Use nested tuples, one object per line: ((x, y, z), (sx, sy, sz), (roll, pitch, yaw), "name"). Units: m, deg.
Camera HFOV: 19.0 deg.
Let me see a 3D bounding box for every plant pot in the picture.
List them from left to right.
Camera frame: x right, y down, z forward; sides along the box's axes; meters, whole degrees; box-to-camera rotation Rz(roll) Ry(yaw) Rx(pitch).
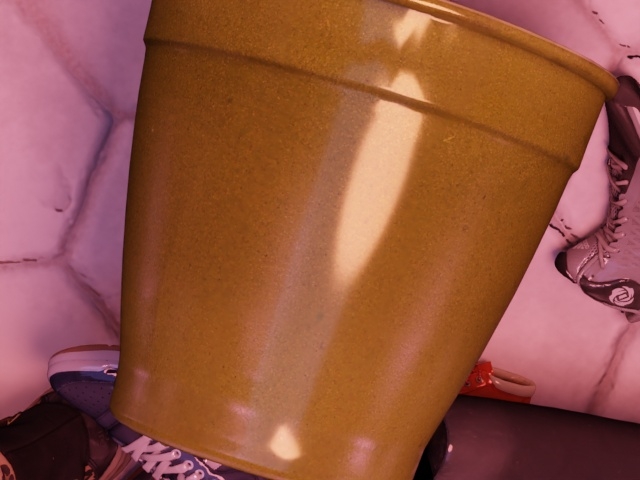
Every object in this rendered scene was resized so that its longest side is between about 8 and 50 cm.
((0.000, 0.000, 1.451), (0.366, 0.366, 0.353), (17, 88, -4), "plant pot")

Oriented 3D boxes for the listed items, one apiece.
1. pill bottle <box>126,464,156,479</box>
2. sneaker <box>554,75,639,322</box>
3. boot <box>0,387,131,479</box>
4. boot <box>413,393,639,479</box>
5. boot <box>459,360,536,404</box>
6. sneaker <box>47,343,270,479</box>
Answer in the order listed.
((-0.087, 0.308, 1.773), (0.130, 0.130, 0.245), (-41, 105, 17), "pill bottle")
((0.254, -0.021, 1.646), (0.132, 0.086, 0.229), (-21, 111, 13), "sneaker")
((-0.343, 0.278, 1.678), (0.377, 0.284, 0.138), (-43, 83, 15), "boot")
((0.290, 0.182, 1.570), (0.445, 0.146, 0.367), (14, 153, -15), "boot")
((0.118, 0.139, 1.736), (0.158, 0.059, 0.085), (17, 110, -14), "boot")
((-0.117, 0.199, 1.655), (0.282, 0.153, 0.099), (23, 152, -23), "sneaker")
